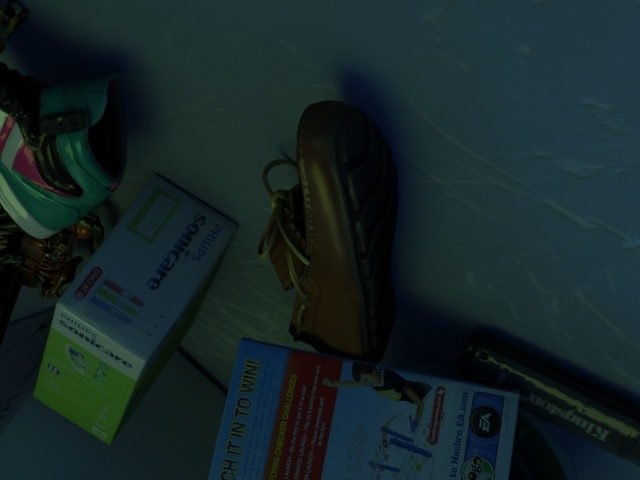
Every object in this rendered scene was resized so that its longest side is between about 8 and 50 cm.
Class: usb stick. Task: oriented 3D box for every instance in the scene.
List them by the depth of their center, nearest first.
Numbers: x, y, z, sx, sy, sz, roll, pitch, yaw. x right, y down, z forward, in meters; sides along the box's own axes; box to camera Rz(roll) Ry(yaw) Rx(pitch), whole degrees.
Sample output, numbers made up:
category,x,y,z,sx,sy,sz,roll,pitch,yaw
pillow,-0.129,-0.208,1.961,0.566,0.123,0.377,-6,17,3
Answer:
category,x,y,z,sx,sy,sz,roll,pitch,yaw
usb stick,0.278,0.179,1.361,0.278,0.045,0.077,26,148,9

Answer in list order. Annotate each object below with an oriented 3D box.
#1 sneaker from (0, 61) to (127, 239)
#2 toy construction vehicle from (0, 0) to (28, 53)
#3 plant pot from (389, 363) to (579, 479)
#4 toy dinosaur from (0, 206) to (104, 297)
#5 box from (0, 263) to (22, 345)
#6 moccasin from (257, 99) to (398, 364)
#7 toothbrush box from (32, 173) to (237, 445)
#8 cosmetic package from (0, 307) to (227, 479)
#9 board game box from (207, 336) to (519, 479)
category,x,y,z,sx,sy,sz,roll,pitch,yaw
sneaker,-0.297,-0.146,1.306,0.178,0.124,0.296,-22,120,22
toy construction vehicle,-0.355,-0.243,1.333,0.086,0.035,0.098,38,147,-9
plant pot,0.106,0.362,1.519,0.341,0.341,0.334,27,156,7
toy dinosaur,-0.362,-0.060,1.523,0.218,0.164,0.322,13,119,4
box,-0.503,0.031,1.617,0.242,0.076,0.307,43,-173,-15
moccasin,0.001,-0.003,1.283,0.146,0.139,0.380,14,153,12
toothbrush box,-0.224,0.089,1.508,0.122,0.206,0.283,33,148,0
cosmetic package,-0.363,0.318,1.814,0.327,0.329,0.393,46,144,-20
board game box,0.032,0.282,1.312,0.301,0.308,0.086,11,157,2
